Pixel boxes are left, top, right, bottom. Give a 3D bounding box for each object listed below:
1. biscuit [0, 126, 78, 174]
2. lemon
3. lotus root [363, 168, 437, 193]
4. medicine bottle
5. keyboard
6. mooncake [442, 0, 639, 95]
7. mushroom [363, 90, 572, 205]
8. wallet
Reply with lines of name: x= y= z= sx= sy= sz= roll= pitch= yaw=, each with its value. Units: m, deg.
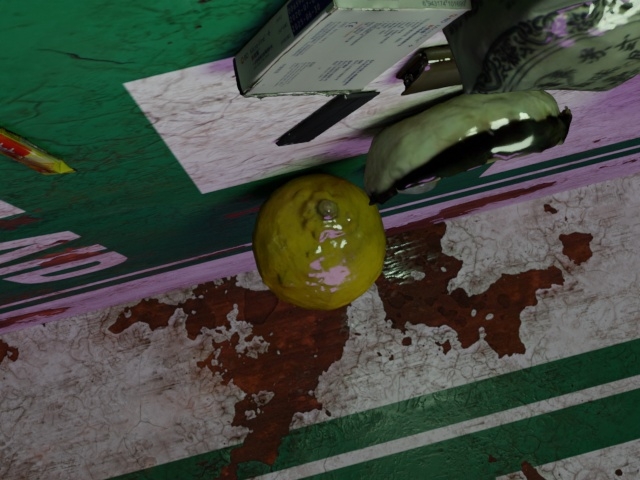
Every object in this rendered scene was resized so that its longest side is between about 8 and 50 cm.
biscuit: x=-0.352 y=-0.107 z=0.917 sx=0.048 sy=0.026 sz=0.292 roll=4 pitch=175 yaw=5
lemon: x=0.000 y=0.003 z=1.572 sx=0.286 sy=0.285 sz=0.316 roll=-11 pitch=-173 yaw=-31
lotus root: x=0.171 y=-0.134 z=1.626 sx=0.165 sy=0.088 sz=0.088 roll=-2 pitch=170 yaw=-16
medicine bottle: x=0.028 y=-0.204 z=0.810 sx=0.171 sy=0.052 sz=0.201 roll=-10 pitch=172 yaw=-31
keyboard: x=0.006 y=-0.176 z=1.177 sx=0.067 sy=0.011 sz=0.202 roll=-12 pitch=173 yaw=-33
mooncake: x=0.273 y=-0.228 z=0.785 sx=0.250 sy=0.136 sz=0.254 roll=-8 pitch=171 yaw=-20
mushroom: x=0.218 y=-0.166 z=1.295 sx=0.345 sy=0.129 sz=0.247 roll=-16 pitch=-171 yaw=26
wallet: x=0.205 y=-0.232 z=1.050 sx=0.198 sy=0.031 sz=0.110 roll=-13 pitch=174 yaw=-16
